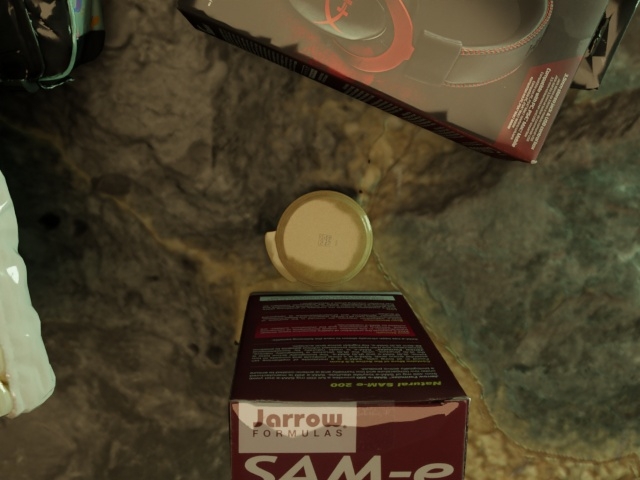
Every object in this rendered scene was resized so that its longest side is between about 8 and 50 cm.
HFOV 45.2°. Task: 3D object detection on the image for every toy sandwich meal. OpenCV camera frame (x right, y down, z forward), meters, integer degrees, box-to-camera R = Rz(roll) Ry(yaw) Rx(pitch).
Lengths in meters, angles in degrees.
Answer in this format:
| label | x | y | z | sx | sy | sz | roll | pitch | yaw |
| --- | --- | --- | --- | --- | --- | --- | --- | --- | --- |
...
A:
| label | x | y | z | sx | sy | sz | roll | pitch | yaw |
| --- | --- | --- | --- | --- | --- | --- | --- | --- | --- |
| toy sandwich meal | 0.000 | 0.000 | 0.616 | 0.086 | 0.029 | 0.085 | -1 | 96 | -6 |

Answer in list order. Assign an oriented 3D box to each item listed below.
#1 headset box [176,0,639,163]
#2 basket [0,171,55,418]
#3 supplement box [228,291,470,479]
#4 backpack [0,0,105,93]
| label | x | y | z | sx | sy | sz | roll | pitch | yaw |
| --- | --- | --- | --- | --- | --- | --- | --- | --- | --- |
| headset box | 0.079 | -0.198 | 0.544 | 0.293 | 0.110 | 0.218 | 23 | 97 | -6 |
| basket | -0.374 | -0.025 | 0.405 | 0.329 | 0.266 | 0.331 | 0 | 106 | 32 |
| supplement box | 0.010 | 0.096 | 0.523 | 0.130 | 0.239 | 0.073 | 0 | 99 | -2 |
| backpack | -0.234 | -0.204 | 0.509 | 0.166 | 0.144 | 0.188 | -3 | 119 | 3 |
